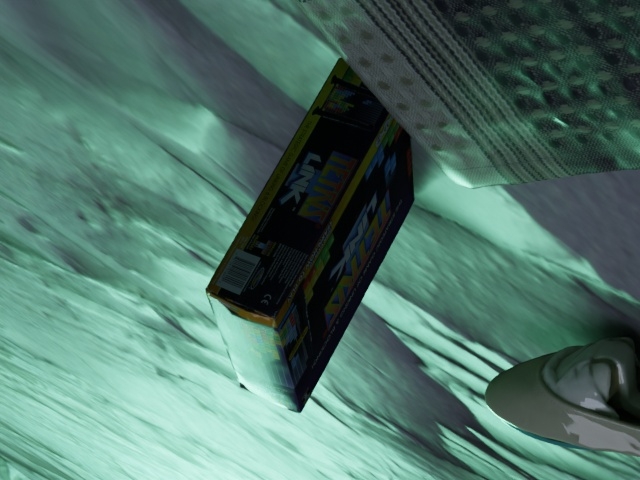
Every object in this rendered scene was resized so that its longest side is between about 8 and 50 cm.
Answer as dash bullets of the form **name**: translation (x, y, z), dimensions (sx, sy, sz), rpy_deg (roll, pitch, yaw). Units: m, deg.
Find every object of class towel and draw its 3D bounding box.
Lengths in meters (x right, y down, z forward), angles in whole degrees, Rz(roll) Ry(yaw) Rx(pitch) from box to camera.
- **towel**: translation (0.087, -0.146, 0.640), dimensions (0.312, 0.056, 0.324), rpy_deg (-3, 138, 49)

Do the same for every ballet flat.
- **ballet flat**: translation (0.221, 0.104, 0.964), dimensions (0.248, 0.086, 0.086), rpy_deg (14, 152, 31)

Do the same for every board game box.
- **board game box**: translation (0.000, 0.000, 0.876), dimensions (0.048, 0.170, 0.141), rpy_deg (21, 157, 18)
